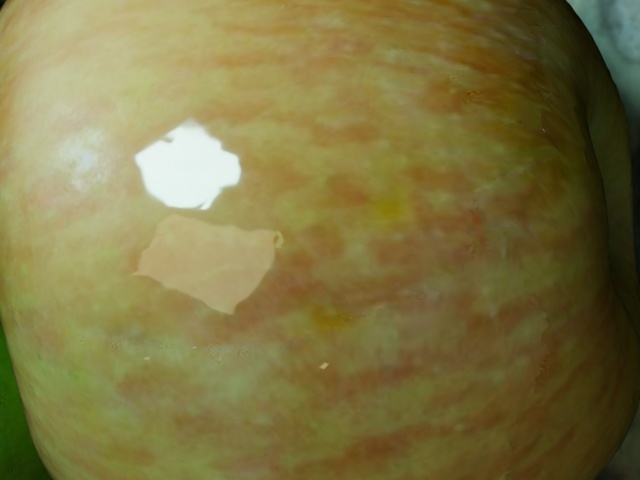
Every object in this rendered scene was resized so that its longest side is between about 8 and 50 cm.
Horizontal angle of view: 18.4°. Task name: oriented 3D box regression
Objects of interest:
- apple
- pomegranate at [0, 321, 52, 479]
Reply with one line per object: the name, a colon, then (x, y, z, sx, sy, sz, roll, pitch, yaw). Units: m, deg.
apple: (0.000, 0.000, 1.075, 0.346, 0.391, 0.391, -7, 96, 8)
pomegranate: (-0.223, 0.105, 1.297, 0.286, 0.231, 0.231, -17, 92, 16)
